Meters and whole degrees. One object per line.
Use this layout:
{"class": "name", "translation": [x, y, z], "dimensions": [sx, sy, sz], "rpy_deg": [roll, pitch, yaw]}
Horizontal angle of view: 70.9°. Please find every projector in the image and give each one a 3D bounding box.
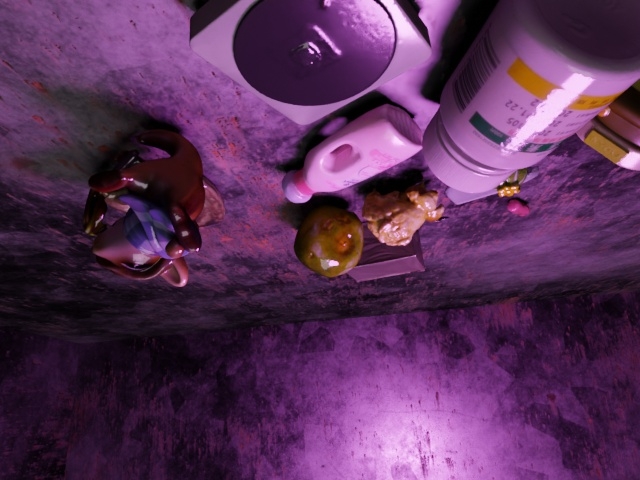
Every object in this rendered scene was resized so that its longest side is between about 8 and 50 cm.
{"class": "projector", "translation": [-0.009, -0.295, 0.645], "dimensions": [0.259, 0.079, 0.257], "rpy_deg": [-18, 155, 33]}

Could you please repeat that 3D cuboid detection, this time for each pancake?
{"class": "pancake", "translation": [-0.375, -0.102, 1.120], "dimensions": [0.294, 0.050, 0.294], "rpy_deg": [-1, 157, -1]}

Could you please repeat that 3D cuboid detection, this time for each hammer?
{"class": "hammer", "translation": [0.589, -0.098, 1.340], "dimensions": [0.083, 0.043, 0.043], "rpy_deg": [12, 154, -39]}

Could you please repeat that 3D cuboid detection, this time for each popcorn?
{"class": "popcorn", "translation": [0.214, -0.077, 1.177], "dimensions": [0.195, 0.174, 0.168], "rpy_deg": [-33, -166, 5]}

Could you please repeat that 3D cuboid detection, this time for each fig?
{"class": "fig", "translation": [0.000, 0.000, 1.301], "dimensions": [0.206, 0.206, 0.275], "rpy_deg": [7, 177, -28]}

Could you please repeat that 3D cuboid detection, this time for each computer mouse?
{"class": "computer mouse", "translation": [0.395, -0.145, 1.065], "dimensions": [0.128, 0.079, 0.231], "rpy_deg": [-28, -172, -31]}

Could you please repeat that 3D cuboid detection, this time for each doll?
{"class": "doll", "translation": [-0.350, -0.049, 0.902], "dimensions": [0.209, 0.318, 0.340], "rpy_deg": [-13, 156, -36]}

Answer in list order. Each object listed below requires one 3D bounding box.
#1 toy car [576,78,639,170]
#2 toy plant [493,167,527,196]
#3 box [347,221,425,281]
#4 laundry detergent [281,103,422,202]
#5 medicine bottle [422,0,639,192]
{"class": "toy car", "translation": [0.533, -0.247, 0.679], "dimensions": [0.248, 0.204, 0.198], "rpy_deg": [-40, 161, -19]}
{"class": "toy plant", "translation": [0.374, -0.169, 0.934], "dimensions": [0.092, 0.163, 0.093], "rpy_deg": [-5, 160, -2]}
{"class": "box", "translation": [0.196, 0.025, 1.426], "dimensions": [0.231, 0.156, 0.149], "rpy_deg": [-11, 156, 20]}
{"class": "laundry detergent", "translation": [0.047, -0.171, 0.970], "dimensions": [0.335, 0.088, 0.159], "rpy_deg": [-23, 148, 40]}
{"class": "medicine bottle", "translation": [0.306, -0.226, 0.708], "dimensions": [0.208, 0.208, 0.340], "rpy_deg": [0, 159, -11]}
